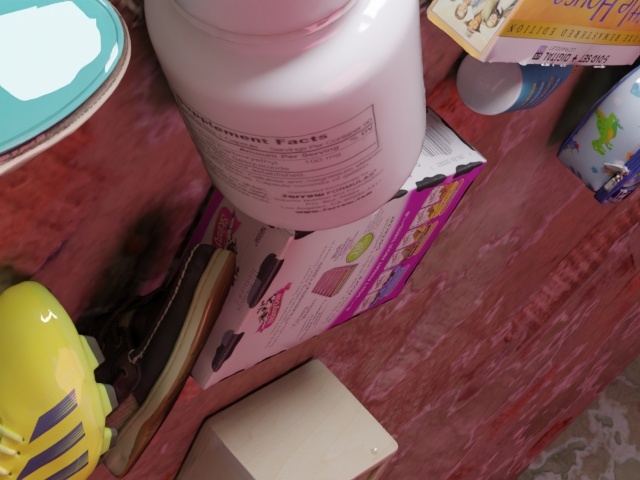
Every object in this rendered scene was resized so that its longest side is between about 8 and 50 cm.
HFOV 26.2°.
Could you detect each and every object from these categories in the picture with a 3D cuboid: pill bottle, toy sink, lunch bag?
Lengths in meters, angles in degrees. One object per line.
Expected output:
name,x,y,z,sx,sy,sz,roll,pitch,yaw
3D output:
pill bottle,-0.016,-0.104,0.678,0.131,0.131,0.229,-41,160,-10
toy sink,-0.050,0.254,1.318,0.153,0.131,0.234,-25,153,-43
lunch bag,0.345,-0.138,1.344,0.219,0.090,0.176,-35,169,-31

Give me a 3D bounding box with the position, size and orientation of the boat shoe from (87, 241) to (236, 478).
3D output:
boat shoe,-0.122,0.077,0.910,0.223,0.073,0.080,-60,-179,44

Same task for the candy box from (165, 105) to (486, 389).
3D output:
candy box,0.000,0.000,1.003,0.233,0.071,0.159,-22,151,-48

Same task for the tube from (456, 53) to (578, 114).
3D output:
tube,0.171,-0.133,1.122,0.080,0.052,0.207,-39,170,26

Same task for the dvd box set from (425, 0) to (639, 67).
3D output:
dvd box set,0.275,-0.304,0.957,0.420,0.062,0.307,-54,158,24

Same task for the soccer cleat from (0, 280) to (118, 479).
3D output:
soccer cleat,-0.205,0.139,0.850,0.121,0.093,0.289,-21,150,-35

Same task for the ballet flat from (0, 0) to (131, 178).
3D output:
ballet flat,-0.193,-0.037,0.566,0.248,0.086,0.086,-31,156,-30
